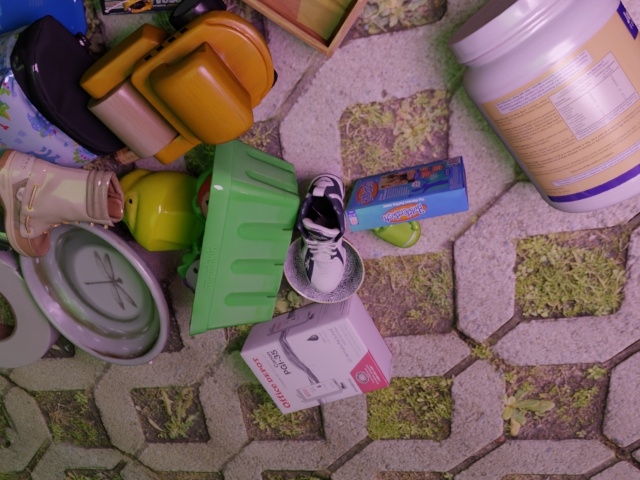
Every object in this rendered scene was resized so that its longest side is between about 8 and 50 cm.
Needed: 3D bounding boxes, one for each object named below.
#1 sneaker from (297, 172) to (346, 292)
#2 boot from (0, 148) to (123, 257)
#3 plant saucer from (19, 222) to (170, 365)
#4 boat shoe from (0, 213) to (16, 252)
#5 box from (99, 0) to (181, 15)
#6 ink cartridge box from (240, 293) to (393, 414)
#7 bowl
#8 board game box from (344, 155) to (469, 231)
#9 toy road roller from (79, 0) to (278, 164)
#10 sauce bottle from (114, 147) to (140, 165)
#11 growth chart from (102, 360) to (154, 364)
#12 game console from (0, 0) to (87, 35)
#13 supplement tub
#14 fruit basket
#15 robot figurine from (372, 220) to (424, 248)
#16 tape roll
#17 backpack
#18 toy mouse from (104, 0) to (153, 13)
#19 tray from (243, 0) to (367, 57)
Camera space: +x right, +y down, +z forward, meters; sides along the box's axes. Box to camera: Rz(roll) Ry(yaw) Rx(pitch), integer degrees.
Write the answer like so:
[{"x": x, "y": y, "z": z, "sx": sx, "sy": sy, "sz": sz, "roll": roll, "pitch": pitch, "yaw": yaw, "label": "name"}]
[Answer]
[{"x": 0.000, "y": 0.000, "z": 1.027, "sx": 0.094, "sy": 0.153, "sz": 0.234, "roll": 11, "pitch": 105, "yaw": 8, "label": "sneaker"}, {"x": -0.485, "y": -0.049, "z": 1.071, "sx": 0.204, "sy": 0.095, "sz": 0.261, "roll": 9, "pitch": 134, "yaw": -9, "label": "boot"}, {"x": -0.496, "y": 0.103, "z": 1.278, "sx": 0.401, "sy": 0.100, "sz": 0.400, "roll": 11, "pitch": 122, "yaw": 19, "label": "plant saucer"}, {"x": -0.741, "y": -0.005, "z": 1.329, "sx": 0.229, "sy": 0.080, "sz": 0.076, "roll": 15, "pitch": 119, "yaw": -4, "label": "boat shoe"}, {"x": -0.292, "y": -0.491, "z": 0.973, "sx": 0.221, "sy": 0.051, "sz": 0.175, "roll": 1, "pitch": 118, "yaw": 12, "label": "box"}, {"x": -0.007, "y": 0.262, "z": 1.279, "sx": 0.283, "sy": 0.117, "sz": 0.207, "roll": -23, "pitch": 111, "yaw": 22, "label": "ink cartridge box"}, {"x": 0.013, "y": 0.040, "z": 1.177, "sx": 0.170, "sy": 0.080, "sz": 0.170, "roll": 6, "pitch": 120, "yaw": 10, "label": "bowl"}, {"x": 0.161, "y": -0.087, "z": 1.029, "sx": 0.211, "sy": 0.160, "sz": 0.047, "roll": -10, "pitch": 116, "yaw": 18, "label": "board game box"}, {"x": -0.233, "y": -0.246, "z": 0.937, "sx": 0.330, "sy": 0.240, "sz": 0.202, "roll": -30, "pitch": 128, "yaw": 14, "label": "toy road roller"}, {"x": -0.367, "y": -0.193, "z": 1.159, "sx": 0.128, "sy": 0.042, "sz": 0.042, "roll": -18, "pitch": 112, "yaw": 19, "label": "sauce bottle"}, {"x": -0.538, "y": 0.224, "z": 1.435, "sx": 0.172, "sy": 0.021, "sz": 0.237, "roll": -5, "pitch": 115, "yaw": 15, "label": "growth chart"}, {"x": -0.585, "y": -0.531, "z": 1.033, "sx": 0.251, "sy": 0.173, "sz": 0.292, "roll": -8, "pitch": 121, "yaw": -18, "label": "game console"}, {"x": 0.374, "y": -0.233, "z": 0.855, "sx": 0.241, "sy": 0.241, "sz": 0.331, "roll": -34, "pitch": 107, "yaw": 26, "label": "supplement tub"}, {"x": -0.251, "y": -0.029, "z": 1.112, "sx": 0.393, "sy": 0.282, "sz": 0.391, "roll": -3, "pitch": 123, "yaw": -5, "label": "fruit basket"}, {"x": 0.150, "y": -0.025, "z": 1.108, "sx": 0.115, "sy": 0.066, "sz": 0.101, "roll": 26, "pitch": 151, "yaw": -27, "label": "robot figurine"}, {"x": -0.856, "y": 0.160, "z": 1.443, "sx": 0.393, "sy": 0.072, "sz": 0.391, "roll": 6, "pitch": 119, "yaw": 10, "label": "tape roll"}, {"x": -0.585, "y": -0.244, "z": 1.065, "sx": 0.356, "sy": 0.273, "sz": 0.290, "roll": 9, "pitch": 156, "yaw": 22, "label": "backpack"}, {"x": -0.245, "y": -0.404, "z": 0.873, "sx": 0.143, "sy": 0.161, "sz": 0.031, "roll": -22, "pitch": 102, "yaw": 23, "label": "toy mouse"}, {"x": -0.101, "y": -0.493, "z": 0.879, "sx": 0.411, "sy": 0.076, "sz": 0.202, "roll": 30, "pitch": 114, "yaw": -14, "label": "tray"}]
